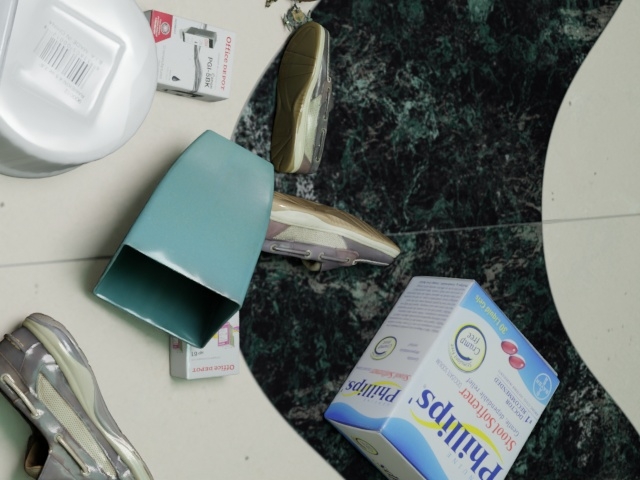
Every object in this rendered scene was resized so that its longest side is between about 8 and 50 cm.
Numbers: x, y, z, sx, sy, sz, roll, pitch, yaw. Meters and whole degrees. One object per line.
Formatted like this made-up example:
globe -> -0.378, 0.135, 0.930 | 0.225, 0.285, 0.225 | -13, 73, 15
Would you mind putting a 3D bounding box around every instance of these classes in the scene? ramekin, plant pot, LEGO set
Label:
ramekin -> -0.336, -0.216, 1.461 | 0.277, 0.135, 0.277 | -1, 91, -37
plant pot -> -0.163, -0.016, 1.557 | 0.166, 0.165, 0.234 | 28, 56, -11
LEGO set -> -0.045, -0.337, 1.745 | 0.083, 0.023, 0.054 | 44, 64, -14

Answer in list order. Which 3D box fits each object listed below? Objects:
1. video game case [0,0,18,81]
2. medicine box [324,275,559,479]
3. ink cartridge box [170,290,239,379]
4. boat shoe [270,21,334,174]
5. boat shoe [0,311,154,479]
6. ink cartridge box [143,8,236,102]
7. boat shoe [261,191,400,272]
video game case -> -0.523, -0.188, 1.297 | 0.329, 0.036, 0.300 | 11, 84, -8
medicine box -> 0.196, 0.249, 1.854 | 0.263, 0.149, 0.289 | 47, 64, -27
ink cartridge box -> -0.162, 0.130, 1.649 | 0.088, 0.052, 0.122 | -2, 94, -36
boat shoe -> -0.018, -0.205, 1.734 | 0.073, 0.080, 0.223 | 10, 90, -41
boat shoe -> -0.319, 0.267, 1.507 | 0.130, 0.132, 0.355 | -31, 100, -21
ink cartridge box -> -0.188, -0.251, 1.616 | 0.135, 0.056, 0.099 | 8, 86, -36
boat shoe -> 0.000, 0.000, 1.742 | 0.285, 0.103, 0.092 | 17, 105, -45
